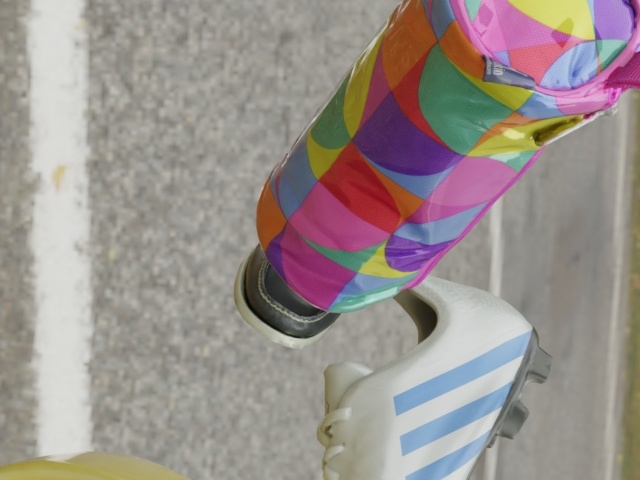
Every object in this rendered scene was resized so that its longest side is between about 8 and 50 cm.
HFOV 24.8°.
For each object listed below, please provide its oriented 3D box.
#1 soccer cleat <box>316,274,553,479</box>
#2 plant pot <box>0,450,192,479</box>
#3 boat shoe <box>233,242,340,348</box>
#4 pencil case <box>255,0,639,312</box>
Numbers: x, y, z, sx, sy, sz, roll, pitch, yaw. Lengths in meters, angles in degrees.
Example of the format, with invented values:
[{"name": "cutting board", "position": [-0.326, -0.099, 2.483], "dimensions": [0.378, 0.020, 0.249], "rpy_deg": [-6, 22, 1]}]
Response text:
[{"name": "soccer cleat", "position": [0.040, 0.172, 1.033], "dimensions": [0.331, 0.143, 0.116], "rpy_deg": [-62, -177, -24]}, {"name": "plant pot", "position": [-0.126, 0.253, 0.925], "dimensions": [0.239, 0.254, 0.254], "rpy_deg": [7, 88, -77]}, {"name": "boat shoe", "position": [0.000, 0.000, 1.084], "dimensions": [0.079, 0.084, 0.233], "rpy_deg": [-61, 177, 32]}, {"name": "pencil case", "position": [0.052, -0.049, 0.662], "dimensions": [0.236, 0.104, 0.104], "rpy_deg": [-46, -158, 57]}]
